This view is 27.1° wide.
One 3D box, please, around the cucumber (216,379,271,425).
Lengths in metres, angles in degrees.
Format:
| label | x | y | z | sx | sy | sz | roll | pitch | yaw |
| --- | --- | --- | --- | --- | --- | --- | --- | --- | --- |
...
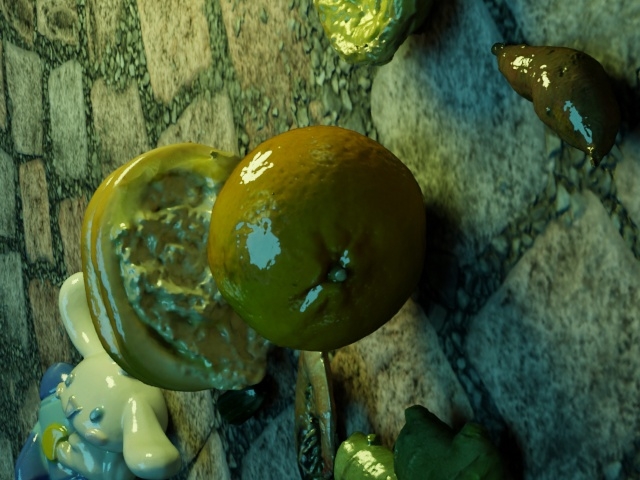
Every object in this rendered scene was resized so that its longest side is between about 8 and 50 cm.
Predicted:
| label | x | y | z | sx | sy | sz | roll | pitch | yaw |
| --- | --- | --- | --- | --- | --- | --- | --- | --- | --- |
| cucumber | -0.093 | 0.198 | 1.669 | 0.105 | 0.048 | 0.048 | -43 | 60 | 56 |

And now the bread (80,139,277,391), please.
| label | x | y | z | sx | sy | sz | roll | pitch | yaw |
| --- | --- | --- | --- | --- | --- | --- | --- | --- | --- |
| bread | -0.198 | 0.039 | 1.656 | 0.270 | 0.211 | 0.315 | -2 | 92 | 62 |

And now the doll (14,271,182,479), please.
| label | x | y | z | sx | sy | sz | roll | pitch | yaw |
| --- | --- | --- | --- | --- | --- | --- | --- | --- | --- |
| doll | -0.349 | 0.294 | 2.017 | 0.376 | 0.187 | 0.365 | -103 | 31 | -49 |

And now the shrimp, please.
| label | x | y | z | sx | sy | sz | roll | pitch | yaw |
| --- | --- | --- | --- | --- | --- | --- | --- | --- | --- |
| shrimp | -0.001 | 0.230 | 1.477 | 0.143 | 0.052 | 0.251 | -143 | 45 | -81 |

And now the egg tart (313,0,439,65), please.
| label | x | y | z | sx | sy | sz | roll | pitch | yaw |
| --- | --- | --- | --- | --- | --- | --- | --- | --- | --- |
| egg tart | 0.057 | -0.255 | 1.256 | 0.191 | 0.074 | 0.191 | 24 | 118 | 59 |

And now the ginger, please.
| label | x | y | z | sx | sy | sz | roll | pitch | yaw |
| --- | --- | --- | --- | --- | --- | --- | --- | --- | --- |
| ginger | 0.094 | 0.237 | 1.306 | 0.137 | 0.089 | 0.290 | 64 | 155 | 7 |

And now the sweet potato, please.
| label | x | y | z | sx | sy | sz | roll | pitch | yaw |
| --- | --- | --- | --- | --- | --- | --- | --- | --- | --- |
| sweet potato | 0.190 | -0.131 | 1.064 | 0.226 | 0.068 | 0.068 | -117 | 32 | -56 |

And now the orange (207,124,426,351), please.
| label | x | y | z | sx | sy | sz | roll | pitch | yaw |
| --- | --- | --- | --- | --- | --- | --- | --- | --- | --- |
| orange | 0.000 | 0.000 | 1.275 | 0.193 | 0.219 | 0.219 | -115 | 32 | -44 |
